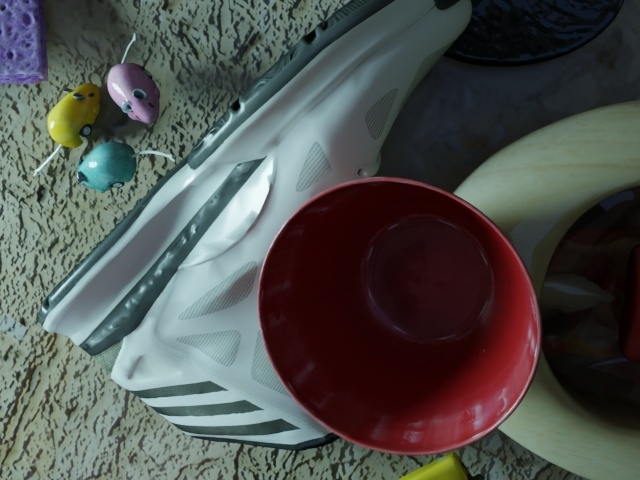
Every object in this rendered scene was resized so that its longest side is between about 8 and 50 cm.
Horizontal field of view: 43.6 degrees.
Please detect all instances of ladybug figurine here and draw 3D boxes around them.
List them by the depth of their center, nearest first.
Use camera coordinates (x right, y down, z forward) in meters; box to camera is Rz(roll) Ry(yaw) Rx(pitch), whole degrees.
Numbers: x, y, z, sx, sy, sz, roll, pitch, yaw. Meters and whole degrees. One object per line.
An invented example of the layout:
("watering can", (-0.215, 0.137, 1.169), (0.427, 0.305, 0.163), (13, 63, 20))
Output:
("ladybug figurine", (0.302, 0.045, 0.631), (0.449, 0.162, 0.305), (9, 97, 4))

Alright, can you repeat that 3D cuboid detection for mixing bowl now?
("mixing bowl", (0.060, 0.038, 0.534), (0.181, 0.098, 0.181), (6, 107, 20))

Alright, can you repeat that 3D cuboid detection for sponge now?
("sponge", (-0.350, -0.194, 0.696), (0.210, 0.031, 0.117), (-3, 84, -10))

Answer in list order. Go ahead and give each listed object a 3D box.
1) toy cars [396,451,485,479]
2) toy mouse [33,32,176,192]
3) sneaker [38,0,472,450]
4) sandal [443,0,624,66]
("toy cars", (0.224, 0.298, 0.706), (0.394, 0.087, 0.176), (18, 104, -1))
("toy mouse", (-0.182, -0.100, 0.694), (0.143, 0.031, 0.161), (32, 94, 30))
("sneaker", (0.000, 0.000, 0.666), (0.257, 0.169, 0.447), (44, 110, -10))
("sandal", (0.047, -0.289, 0.649), (0.446, 0.107, 0.167), (33, 97, 1))
